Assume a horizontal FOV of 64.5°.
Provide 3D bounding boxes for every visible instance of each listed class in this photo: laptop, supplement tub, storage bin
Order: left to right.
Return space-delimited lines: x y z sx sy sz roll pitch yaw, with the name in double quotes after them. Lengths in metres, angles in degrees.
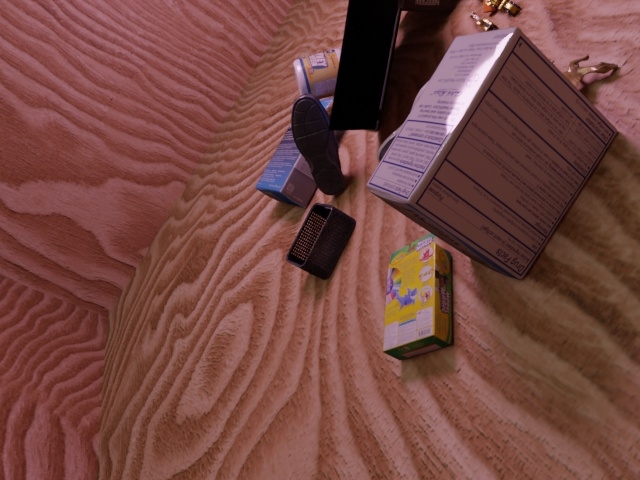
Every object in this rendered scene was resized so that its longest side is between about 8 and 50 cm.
0.000 0.000 1.341 0.122 0.084 0.180 17 79 62 "storage bin"
0.020 -0.556 1.701 0.200 0.144 0.144 -16 35 0 "supplement tub"
0.073 -0.514 1.392 0.408 0.236 0.381 -139 54 -58 "laptop"

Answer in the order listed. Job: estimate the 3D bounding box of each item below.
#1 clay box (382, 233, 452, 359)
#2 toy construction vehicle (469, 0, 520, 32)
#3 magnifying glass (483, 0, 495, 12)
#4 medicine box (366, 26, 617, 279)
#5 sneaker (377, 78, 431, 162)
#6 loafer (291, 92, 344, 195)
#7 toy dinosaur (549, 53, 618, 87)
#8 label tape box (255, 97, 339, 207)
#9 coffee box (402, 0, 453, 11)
0.184 0.102 0.957 0.127 0.053 0.222 -31 37 44 "clay box"
0.406 -0.541 1.197 0.086 0.035 0.098 -52 48 30 "toy construction vehicle"
0.405 -0.673 1.218 0.092 0.026 0.231 7 110 39 "magnifying glass"
0.268 -0.130 0.806 0.289 0.263 0.149 -58 26 4 "medicine box"
0.246 -0.243 1.145 0.295 0.105 0.147 -50 30 31 "sneaker"
-0.004 -0.271 1.414 0.109 0.302 0.095 -10 34 15 "loafer"
0.423 -0.279 0.908 0.183 0.053 0.092 -34 31 33 "toy dinosaur"
-0.057 -0.293 1.700 0.347 0.115 0.249 -60 27 -5 "label tape box"
0.258 -0.749 1.507 0.297 0.168 0.118 -119 28 -60 "coffee box"
